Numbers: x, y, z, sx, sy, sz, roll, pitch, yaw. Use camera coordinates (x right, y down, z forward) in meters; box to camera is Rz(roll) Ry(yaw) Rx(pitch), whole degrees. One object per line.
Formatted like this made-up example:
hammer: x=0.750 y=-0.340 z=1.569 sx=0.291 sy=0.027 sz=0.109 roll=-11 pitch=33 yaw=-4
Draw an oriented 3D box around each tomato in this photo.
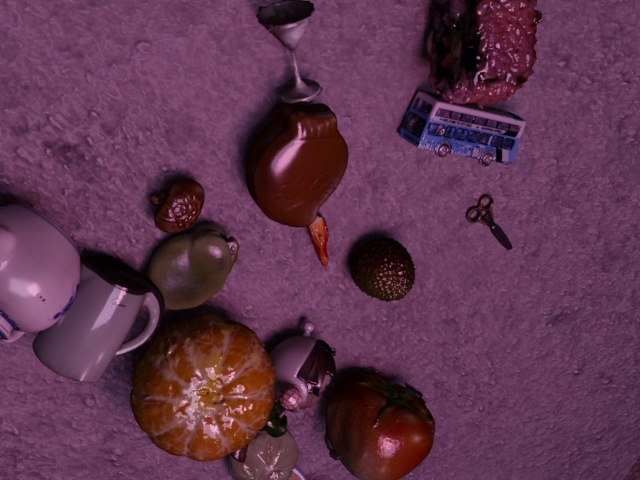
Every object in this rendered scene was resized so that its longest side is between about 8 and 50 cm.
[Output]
tomato: x=0.148 y=0.501 z=2.060 sx=0.303 sy=0.303 sz=0.239 roll=17 pitch=107 yaw=-34

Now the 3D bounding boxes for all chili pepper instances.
chili pepper: x=0.000 y=0.000 z=1.848 sx=0.045 sy=0.027 sz=0.178 roll=-21 pitch=125 yaw=-10

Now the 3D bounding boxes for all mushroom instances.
mushroom: x=-0.294 y=-0.070 z=1.616 sx=0.109 sy=0.085 sz=0.126 roll=13 pitch=117 yaw=-34

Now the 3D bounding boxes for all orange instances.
orange: x=-0.261 y=0.329 z=1.748 sx=0.329 sy=0.249 sz=0.330 roll=-2 pitch=101 yaw=-9

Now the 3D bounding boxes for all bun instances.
bun: x=-0.149 y=0.586 z=2.066 sx=0.195 sy=0.118 sz=0.196 roll=-11 pitch=123 yaw=-17

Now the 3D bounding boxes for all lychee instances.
lychee: x=0.158 y=0.076 z=1.891 sx=0.171 sy=0.171 sz=0.171 roll=-13 pitch=123 yaw=-20

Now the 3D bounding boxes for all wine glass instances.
wine glass: x=-0.055 y=-0.375 z=1.551 sx=0.122 sy=0.122 sz=0.183 roll=-23 pitch=132 yaw=-14

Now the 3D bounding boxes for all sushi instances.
sushi: x=0.323 y=-0.416 z=1.644 sx=0.170 sy=0.236 sz=0.270 roll=-5 pitch=105 yaw=-31

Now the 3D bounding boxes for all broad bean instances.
broad bean: x=-0.279 y=0.061 z=1.703 sx=0.227 sy=0.100 sz=0.169 roll=-26 pitch=120 yaw=4

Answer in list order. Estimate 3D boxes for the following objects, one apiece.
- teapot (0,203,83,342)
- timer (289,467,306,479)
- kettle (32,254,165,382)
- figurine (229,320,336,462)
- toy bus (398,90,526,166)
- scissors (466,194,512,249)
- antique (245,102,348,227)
teapot: x=-0.593 y=0.082 z=1.430 sx=0.280 sy=0.252 sz=0.424 roll=-55 pitch=172 yaw=-24
timer: x=-0.042 y=0.759 z=2.197 sx=0.175 sy=0.175 sz=0.255 roll=-45 pitch=127 yaw=3
kettle: x=-0.448 y=0.163 z=1.628 sx=0.221 sy=0.161 sz=0.237 roll=26 pitch=101 yaw=-31
figurine: x=-0.099 y=0.378 z=1.915 sx=0.167 sy=0.281 sz=0.370 roll=39 pitch=87 yaw=4
toy bus: x=0.337 y=-0.258 z=1.824 sx=0.297 sy=0.106 sz=0.131 roll=6 pitch=113 yaw=-32
scissors: x=0.464 y=-0.036 z=2.075 sx=0.088 sy=0.017 sz=0.220 roll=-46 pitch=128 yaw=0
antique: x=-0.050 y=-0.162 z=1.652 sx=0.223 sy=0.129 sz=0.278 roll=-11 pitch=128 yaw=-25
